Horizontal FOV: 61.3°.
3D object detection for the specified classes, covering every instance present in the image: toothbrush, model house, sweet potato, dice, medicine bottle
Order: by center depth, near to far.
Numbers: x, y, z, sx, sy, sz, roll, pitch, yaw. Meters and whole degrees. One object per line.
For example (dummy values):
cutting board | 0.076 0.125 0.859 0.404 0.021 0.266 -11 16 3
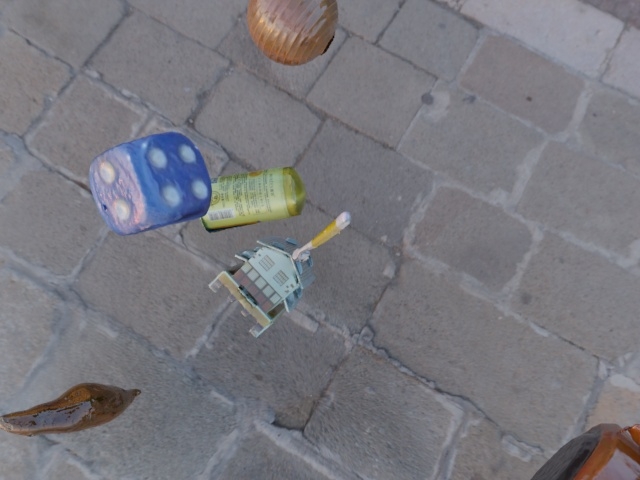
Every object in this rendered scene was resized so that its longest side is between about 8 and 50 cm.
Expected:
toothbrush | 0.000 0.000 0.869 0.024 0.288 0.021 6 76 -16
dice | -0.276 -0.090 0.881 0.143 0.146 0.146 -12 96 37
medicine bottle | -0.150 -0.095 1.205 0.238 0.124 0.124 -8 74 3
sweet potato | -0.554 0.390 1.267 0.112 0.359 0.112 -2 86 27
model house | -0.131 0.099 1.397 0.215 0.224 0.198 -42 86 8

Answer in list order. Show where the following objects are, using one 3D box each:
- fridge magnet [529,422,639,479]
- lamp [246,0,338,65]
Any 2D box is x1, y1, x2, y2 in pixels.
fridge magnet | 0.416 0.425 0.841 0.363 0.364 0.155 -43 68 -12
lamp | -0.038 -0.317 0.769 0.136 0.136 0.137 0 74 -1
